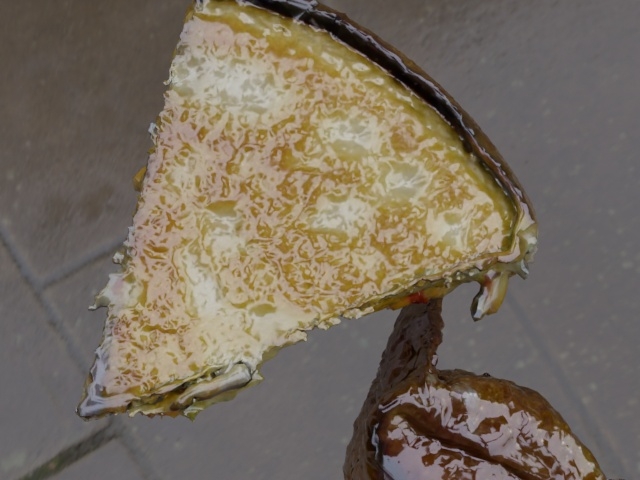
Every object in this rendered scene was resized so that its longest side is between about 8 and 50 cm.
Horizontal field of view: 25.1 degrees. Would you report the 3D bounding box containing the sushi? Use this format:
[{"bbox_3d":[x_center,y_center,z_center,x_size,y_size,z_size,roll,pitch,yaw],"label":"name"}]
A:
[{"bbox_3d":[0.101,0.180,0.927,0.167,0.179,0.296,-36,88,-5],"label":"sushi"}]

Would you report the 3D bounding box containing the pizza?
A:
[{"bbox_3d":[0.000,0.000,0.859,0.251,0.074,0.288,17,82,8],"label":"pizza"}]
